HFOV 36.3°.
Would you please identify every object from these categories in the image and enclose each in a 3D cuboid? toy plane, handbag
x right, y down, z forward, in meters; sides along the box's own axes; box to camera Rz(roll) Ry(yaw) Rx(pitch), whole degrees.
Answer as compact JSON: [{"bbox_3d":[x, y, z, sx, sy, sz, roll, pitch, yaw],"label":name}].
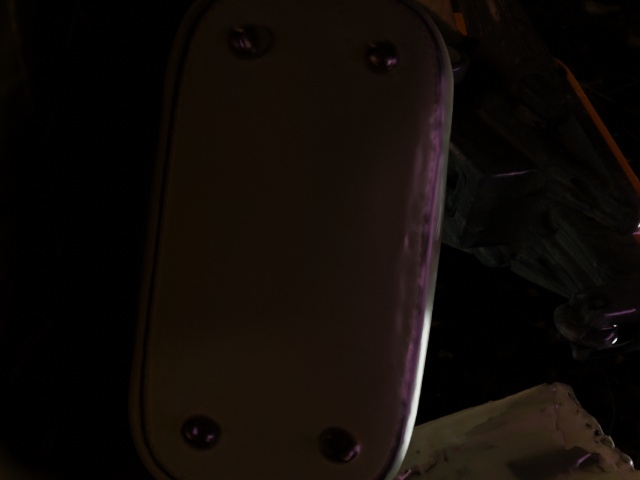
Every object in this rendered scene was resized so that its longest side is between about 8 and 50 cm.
[{"bbox_3d":[0.096,-0.021,0.473,0.316,0.103,0.204,-117,-149,-48],"label":"toy plane"},{"bbox_3d":[0.000,0.000,0.479,0.315,0.109,0.241,-1,100,-85],"label":"handbag"}]

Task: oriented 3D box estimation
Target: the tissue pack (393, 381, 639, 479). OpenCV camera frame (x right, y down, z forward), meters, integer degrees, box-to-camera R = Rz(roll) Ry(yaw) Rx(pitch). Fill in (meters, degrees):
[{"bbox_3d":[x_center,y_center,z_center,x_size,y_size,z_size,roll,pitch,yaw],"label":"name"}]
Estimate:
[{"bbox_3d":[0.047,0.255,0.574,0.125,0.242,0.343,-126,-151,-44],"label":"tissue pack"}]
